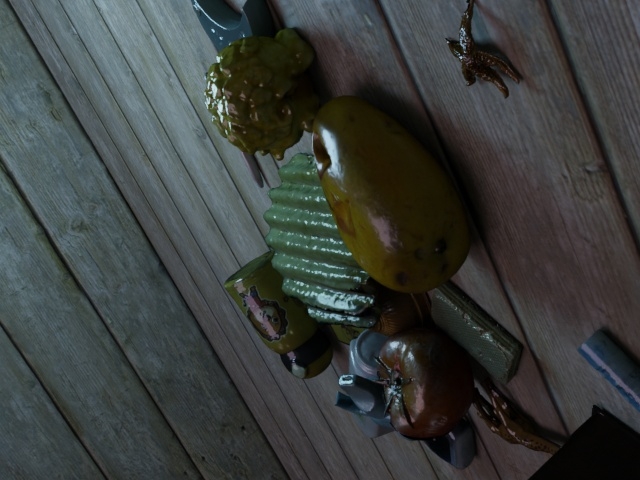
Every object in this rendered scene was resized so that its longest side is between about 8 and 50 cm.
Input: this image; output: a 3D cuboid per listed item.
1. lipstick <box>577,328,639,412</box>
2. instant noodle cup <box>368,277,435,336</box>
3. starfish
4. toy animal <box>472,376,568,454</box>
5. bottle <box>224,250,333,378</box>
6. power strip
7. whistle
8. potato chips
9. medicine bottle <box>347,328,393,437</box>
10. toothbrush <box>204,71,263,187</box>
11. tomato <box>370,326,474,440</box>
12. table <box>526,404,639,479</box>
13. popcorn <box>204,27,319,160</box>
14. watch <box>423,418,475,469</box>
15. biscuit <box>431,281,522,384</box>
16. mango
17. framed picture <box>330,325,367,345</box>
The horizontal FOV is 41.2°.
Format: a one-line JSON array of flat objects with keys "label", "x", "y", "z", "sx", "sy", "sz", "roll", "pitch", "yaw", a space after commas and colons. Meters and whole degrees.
[{"label": "lipstick", "x": 0.450, "y": 0.203, "z": 1.247, "sx": 0.158, "sy": 0.048, "sz": 0.048, "roll": 48, "pitch": 158, "yaw": 18}, {"label": "instant noodle cup", "x": 0.115, "y": 0.116, "z": 1.790, "sx": 0.274, "sy": 0.090, "sz": 0.274, "roll": 46, "pitch": 158, "yaw": 24}, {"label": "starfish", "x": 0.197, "y": -0.252, "z": 1.124, "sx": 0.133, "sy": 0.041, "sz": 0.130, "roll": 27, "pitch": 144, "yaw": 51}, {"label": "toy animal", "x": 0.383, "y": 0.355, "z": 1.614, "sx": 0.275, "sy": 0.054, "sz": 0.149, "roll": 41, "pitch": 152, "yaw": 40}, {"label": "bottle", "x": -0.095, "y": 0.213, "z": 2.291, "sx": 0.351, "sy": 0.171, "sz": 0.171, "roll": 56, "pitch": 159, "yaw": -8}, {"label": "power strip", "x": -0.173, "y": -0.421, "z": 1.660, "sx": 0.253, "sy": 0.054, "sz": 0.168, "roll": 30, "pitch": 147, "yaw": 47}, {"label": "whistle", "x": 0.142, "y": 0.346, "z": 1.801, "sx": 0.186, "sy": 0.093, "sz": 0.274, "roll": -8, "pitch": 147, "yaw": 45}, {"label": "potato chips", "x": 0.000, "y": 0.000, "z": 1.752, "sx": 0.429, "sy": 0.070, "sz": 0.359, "roll": 13, "pitch": 110, "yaw": 57}, {"label": "medicine bottle", "x": 0.131, "y": 0.324, "z": 1.983, "sx": 0.324, "sy": 0.124, "sz": 0.179, "roll": 93, "pitch": 158, "yaw": -55}, {"label": "toothbrush", "x": -0.197, "y": -0.255, "z": 2.001, "sx": 0.029, "sy": 0.025, "sz": 0.307, "roll": 9, "pitch": 130, "yaw": 52}, {"label": "tomato", "x": 0.209, "y": 0.260, "z": 1.653, "sx": 0.155, "sy": 0.180, "sz": 0.214, "roll": 113, "pitch": 144, "yaw": -55}, {"label": "table", "x": 0.426, "y": 0.473, "z": 1.372, "sx": 0.196, "sy": 0.282, "sz": 0.251, "roll": 37, "pitch": 153, "yaw": 38}, {"label": "popcorn", "x": -0.096, "y": -0.262, "z": 1.553, "sx": 0.235, "sy": 0.216, "sz": 0.181, "roll": 54, "pitch": 174, "yaw": -26}, {"label": "watch", "x": 0.268, "y": 0.422, "z": 1.951, "sx": 0.193, "sy": 0.068, "sz": 0.206, "roll": 35, "pitch": 154, "yaw": 40}, {"label": "biscuit", "x": 0.283, "y": 0.170, "z": 1.574, "sx": 0.199, "sy": 0.040, "sz": 0.121, "roll": 43, "pitch": 158, "yaw": 28}, {"label": "mango", "x": 0.107, "y": -0.084, "z": 1.411, "sx": 0.365, "sy": 0.182, "sz": 0.253, "roll": 62, "pitch": 164, "yaw": 15}, {"label": "framed picture", "x": 0.038, "y": 0.142, "z": 2.105, "sx": 0.244, "sy": 0.013, "sz": 0.324, "roll": 10, "pitch": 131, "yaw": 61}]
